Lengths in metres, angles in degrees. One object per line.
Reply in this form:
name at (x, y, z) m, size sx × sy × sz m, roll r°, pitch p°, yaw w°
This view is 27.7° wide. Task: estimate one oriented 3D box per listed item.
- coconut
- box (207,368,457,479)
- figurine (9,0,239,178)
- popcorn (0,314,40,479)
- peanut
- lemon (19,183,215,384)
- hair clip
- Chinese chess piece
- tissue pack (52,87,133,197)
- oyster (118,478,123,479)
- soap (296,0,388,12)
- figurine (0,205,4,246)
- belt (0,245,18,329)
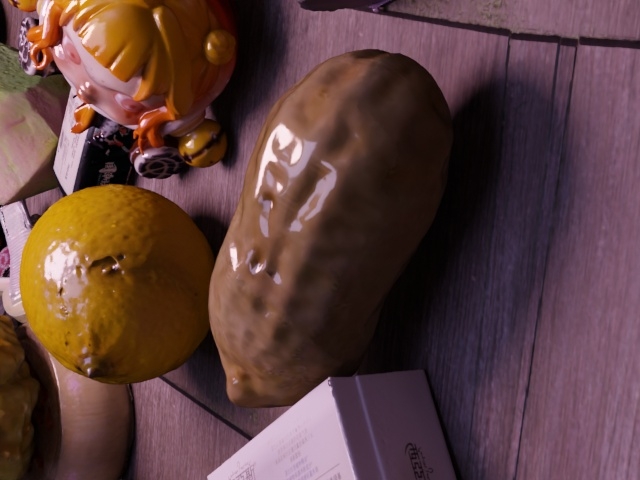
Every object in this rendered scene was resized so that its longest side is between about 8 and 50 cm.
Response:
coconut at (-0.426, -0.157, 1.827) m, size 0.204 × 0.236 × 0.236 m, roll -56°, pitch 33°, yaw -11°
box at (0.014, 0.268, 1.229) m, size 0.274 × 0.116 × 0.203 m, roll -46°, pitch 54°, yaw 48°
figurine at (-0.209, -0.227, 1.484) m, size 0.320 × 0.196 × 0.323 m, roll 42°, pitch 152°, yaw -7°
popcorn at (-0.503, 0.226, 1.718) m, size 0.279 × 0.274 × 0.335 m, roll -52°, pitch 53°, yaw 5°
peanut at (0.000, 0.000, 1.174) m, size 0.169 × 0.192 × 0.387 m, roll 28°, pitch 121°, yaw 8°
lemon at (-0.240, 0.045, 1.520) m, size 0.253 × 0.228 × 0.228 m, roll 50°, pitch 131°, yaw 46°
hair clip at (-0.445, 0.042, 1.932) m, size 0.159 × 0.071 × 0.218 m, roll -33°, pitch 46°, yaw 16°
Chinese chess piece at (-0.363, 0.239, 1.824) m, size 0.270 × 0.112 × 0.270 m, roll 4°, pitch 94°, yaw 56°
tissue pack at (-0.291, -0.135, 1.712) m, size 0.103 × 0.090 × 0.170 m, roll 55°, pitch 137°, yaw 41°
oyster at (-0.226, 0.426, 1.626) m, size 0.351 × 0.115 × 0.238 m, roll -9°, pitch 76°, yaw 52°
soap at (0.072, -0.365, 1.120) m, size 0.296 × 0.107 × 0.285 m, roll -5°, pitch 87°, yaw 58°
figurine at (-0.614, 0.029, 2.175) m, size 0.308 × 0.143 × 0.308 m, roll 13°, pitch 105°, yaw 58°
belt at (-0.506, 0.098, 2.084) m, size 0.232 × 0.071 × 0.053 m, roll -56°, pitch 40°, yaw 38°
